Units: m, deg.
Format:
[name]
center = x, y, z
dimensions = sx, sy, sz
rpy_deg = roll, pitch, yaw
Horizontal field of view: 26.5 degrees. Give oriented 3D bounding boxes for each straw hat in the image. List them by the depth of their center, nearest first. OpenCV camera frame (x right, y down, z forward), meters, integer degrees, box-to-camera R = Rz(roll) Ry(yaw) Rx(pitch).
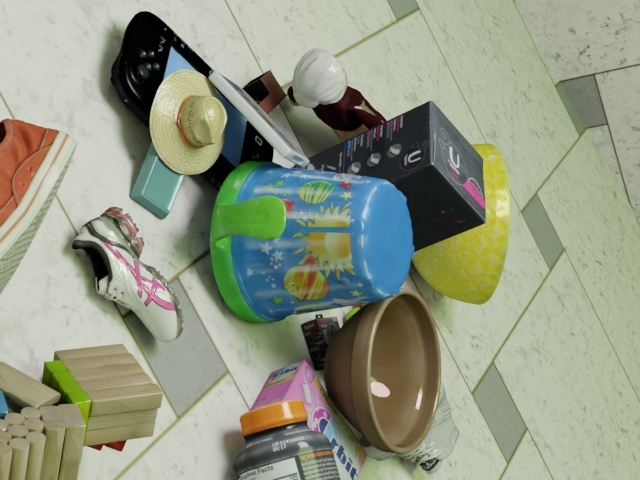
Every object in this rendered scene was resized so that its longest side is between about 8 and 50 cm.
[straw hat]
center = -0.160, -0.161, 1.832
dimensions = 0.144, 0.061, 0.144
rpy_deg = 1, 89, -47

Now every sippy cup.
[sippy cup]
center = 0.000, 0.000, 1.894
dimensions = 0.305, 0.224, 0.240
rpy_deg = -44, 126, -52

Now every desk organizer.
[desk organizer]
center = -0.103, -0.218, 2.133
dimensions = 0.050, 0.047, 0.130
rpy_deg = 57, 29, -12

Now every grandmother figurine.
[grandmother figurine]
center = 0.036, -0.213, 2.210
dimensions = 0.342, 0.208, 0.104
rpy_deg = 47, 58, -65

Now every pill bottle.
[pill bottle]
center = -0.033, 0.332, 1.751
dimensions = 0.130, 0.130, 0.245
rpy_deg = 9, 62, -58

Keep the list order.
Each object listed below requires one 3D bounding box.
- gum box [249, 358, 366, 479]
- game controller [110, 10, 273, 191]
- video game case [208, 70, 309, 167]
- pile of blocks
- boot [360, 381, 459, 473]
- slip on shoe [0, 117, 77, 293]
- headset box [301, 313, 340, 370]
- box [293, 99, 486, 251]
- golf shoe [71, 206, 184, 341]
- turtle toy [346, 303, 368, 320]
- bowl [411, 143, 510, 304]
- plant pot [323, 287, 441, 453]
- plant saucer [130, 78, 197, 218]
[gum box]
center = -0.012, 0.277, 1.901
dimensions = 0.188, 0.062, 0.107
rpy_deg = 58, 30, -16
[game controller]
center = -0.175, -0.185, 1.946
dimensions = 0.319, 0.067, 0.166
rpy_deg = 43, 48, -37
[video game case]
center = -0.085, -0.170, 1.925
dimensions = 0.157, 0.019, 0.143
rpy_deg = 47, 6, 9
[pile of blocks]
center = -0.317, 0.219, 1.405
dimensions = 0.362, 0.149, 0.112
rpy_deg = -24, 134, -53
[boot]
center = 0.154, 0.312, 2.129
dimensions = 0.123, 0.095, 0.258
rpy_deg = 64, 31, -6
[slip on shoe]
center = -0.368, -0.016, 1.480
dimensions = 0.101, 0.123, 0.331
rpy_deg = 25, 45, -6
[headset box]
center = 0.007, 0.152, 2.061
dimensions = 0.062, 0.032, 0.083
rpy_deg = 2, 69, -59
[box]
center = 0.105, -0.075, 2.145
dimensions = 0.165, 0.270, 0.143
rpy_deg = 43, 36, -37
[golf shoe]
center = -0.241, 0.055, 1.686
dimensions = 0.086, 0.067, 0.186
rpy_deg = -39, 106, -34
[turtle toy]
center = 0.089, 0.119, 2.190
dimensions = 0.095, 0.066, 0.130
rpy_deg = 50, 26, 20
[bowl]
center = 0.215, -0.034, 2.392
dimensions = 0.156, 0.289, 0.289
rpy_deg = 4, 56, -11
[plant pot]
center = 0.079, 0.188, 1.977
dimensions = 0.237, 0.110, 0.237
rpy_deg = 7, 82, -61
[plant saucer]
center = -0.198, -0.128, 1.849
dimensions = 0.067, 0.018, 0.192
rpy_deg = 36, 64, -40
